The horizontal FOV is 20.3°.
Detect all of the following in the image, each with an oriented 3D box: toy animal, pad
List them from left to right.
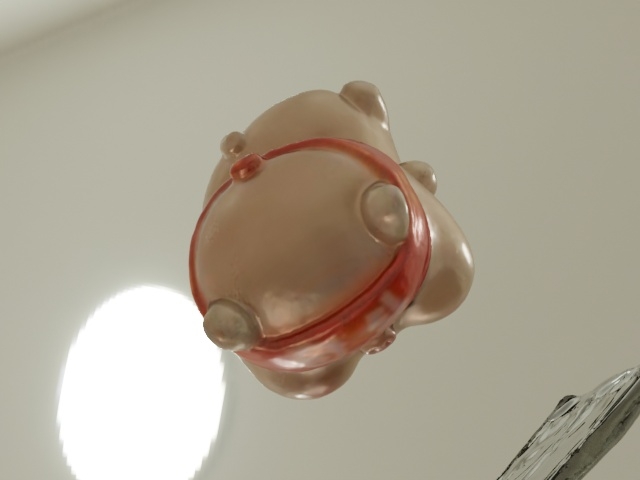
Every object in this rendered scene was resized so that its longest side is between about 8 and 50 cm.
[{"bbox_3d":[0.000,0.000,1.083,0.171,0.171,0.197,-51,-162,17],"label":"toy animal"},{"bbox_3d":[0.122,0.130,0.985,0.022,0.233,0.174,44,-109,4],"label":"pad"}]
